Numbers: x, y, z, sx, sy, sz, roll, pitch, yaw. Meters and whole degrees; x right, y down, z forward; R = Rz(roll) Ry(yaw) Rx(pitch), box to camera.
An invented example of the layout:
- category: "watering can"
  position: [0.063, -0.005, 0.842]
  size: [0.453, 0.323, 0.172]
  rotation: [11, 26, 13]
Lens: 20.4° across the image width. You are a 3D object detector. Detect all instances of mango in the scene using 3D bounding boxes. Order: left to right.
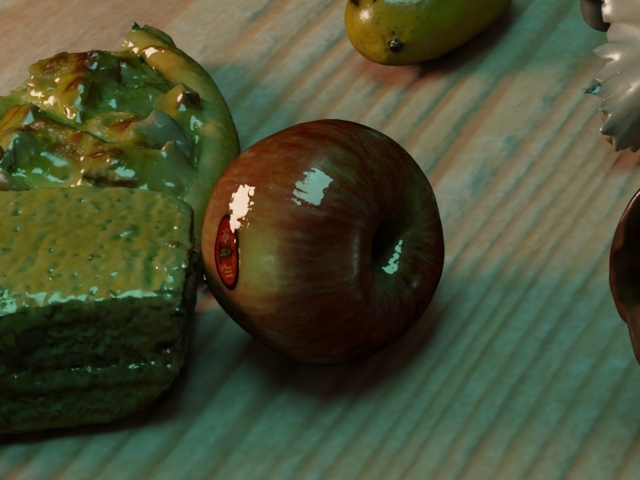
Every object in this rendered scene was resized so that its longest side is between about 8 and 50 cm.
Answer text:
- category: "mango"
  position: [0.088, -0.185, 1.355]
  size: [0.103, 0.076, 0.161]
  rotation: [12, 32, 43]

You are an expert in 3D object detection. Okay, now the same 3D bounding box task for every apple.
- category: "apple"
  position: [0.000, 0.000, 1.049]
  size: [0.131, 0.146, 0.146]
  rotation: [7, 37, 44]

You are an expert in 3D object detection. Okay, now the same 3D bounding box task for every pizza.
- category: "pizza"
  position: [-0.171, -0.067, 1.261]
  size: [0.223, 0.089, 0.323]
  rotation: [-12, 32, -4]

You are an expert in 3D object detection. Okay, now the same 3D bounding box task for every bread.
- category: "bread"
  position: [-0.166, 0.041, 1.076]
  size: [0.196, 0.102, 0.138]
  rotation: [-6, 36, 6]

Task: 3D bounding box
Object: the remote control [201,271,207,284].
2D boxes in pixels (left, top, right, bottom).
- category: "remote control"
  position: [-0.035, 0.007, 1.161]
  size: [0.039, 0.014, 0.096]
  rotation: [13, 40, 34]

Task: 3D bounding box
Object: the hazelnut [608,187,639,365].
- category: "hazelnut"
  position: [0.235, 0.038, 0.871]
  size: [0.201, 0.170, 0.160]
  rotation: [35, 14, 5]

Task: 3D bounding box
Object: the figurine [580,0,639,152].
- category: "figurine"
  position: [0.276, -0.111, 1.095]
  size: [0.207, 0.166, 0.387]
  rotation: [-32, 31, 1]

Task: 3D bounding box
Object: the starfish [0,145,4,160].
- category: "starfish"
  position: [-0.337, -0.003, 1.217]
  size: [0.295, 0.048, 0.231]
  rotation: [-36, 23, 6]
